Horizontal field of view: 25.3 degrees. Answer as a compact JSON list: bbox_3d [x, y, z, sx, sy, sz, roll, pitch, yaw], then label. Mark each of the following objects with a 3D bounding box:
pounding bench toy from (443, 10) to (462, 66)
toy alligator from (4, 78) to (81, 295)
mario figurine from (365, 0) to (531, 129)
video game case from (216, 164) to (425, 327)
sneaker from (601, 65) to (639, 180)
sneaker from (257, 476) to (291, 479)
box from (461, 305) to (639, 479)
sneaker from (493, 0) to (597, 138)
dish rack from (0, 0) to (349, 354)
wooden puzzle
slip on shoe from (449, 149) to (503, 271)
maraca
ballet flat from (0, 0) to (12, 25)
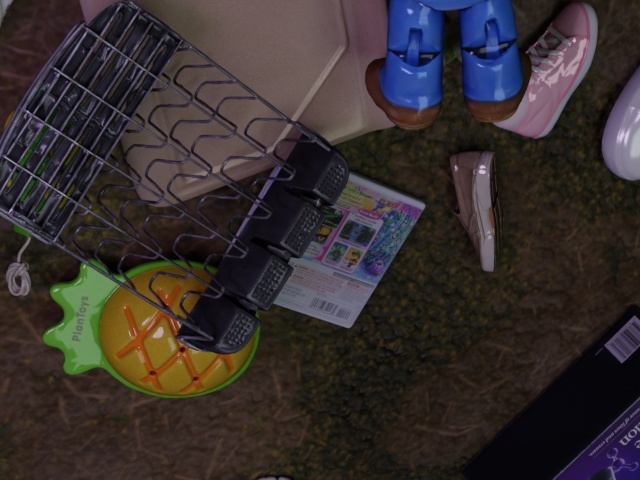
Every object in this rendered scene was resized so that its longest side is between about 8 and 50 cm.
[{"bbox_3d":[0.102,-0.188,1.207,0.052,0.065,0.083,-38,159,0],"label":"pounding bench toy"},{"bbox_3d":[-0.222,-0.046,1.145,0.051,0.056,0.190,-36,144,-57],"label":"toy alligator"},{"bbox_3d":[0.100,-0.253,1.063,0.198,0.170,0.321,-28,136,-29],"label":"mario figurine"},{"bbox_3d":[0.000,0.000,1.298,0.157,0.019,0.143,20,109,-33],"label":"video game case"},{"bbox_3d":[0.396,-0.151,1.327,0.290,0.123,0.106,-40,125,2],"label":"sneaker"},{"bbox_3d":[-0.086,0.278,1.396,0.169,0.071,0.068,-10,123,-19],"label":"sneaker"},{"bbox_3d":[0.313,0.227,1.540,0.261,0.103,0.184,-45,130,6],"label":"box"},{"bbox_3d":[0.195,-0.154,1.274,0.070,0.051,0.134,4,122,-34],"label":"sneaker"},{"bbox_3d":[-0.117,-0.048,1.107,0.271,0.074,0.208,35,83,-29],"label":"dish rack"},{"bbox_3d":[-0.061,-0.156,1.162,0.238,0.044,0.221,-18,126,-9],"label":"wooden puzzle"},{"bbox_3d":[0.146,-0.028,1.339,0.041,0.051,0.135,5,136,17],"label":"slip on shoe"},{"bbox_3d":[-0.144,0.074,1.227,0.185,0.099,0.127,8,103,-14],"label":"maraca"},{"bbox_3d":[-0.240,-0.202,1.036,0.052,0.057,0.168,-7,123,-33],"label":"ballet flat"}]
